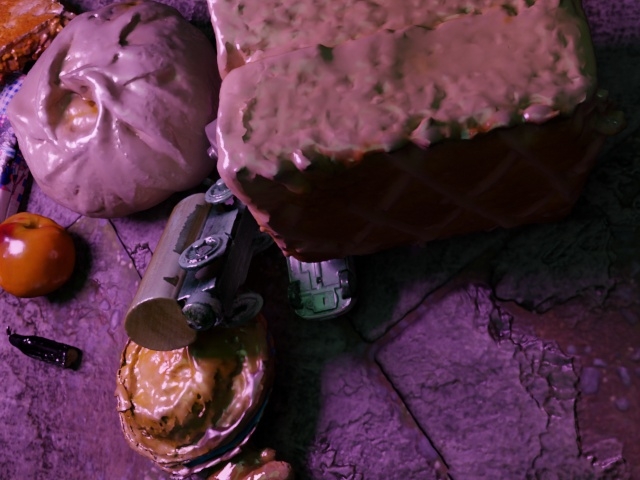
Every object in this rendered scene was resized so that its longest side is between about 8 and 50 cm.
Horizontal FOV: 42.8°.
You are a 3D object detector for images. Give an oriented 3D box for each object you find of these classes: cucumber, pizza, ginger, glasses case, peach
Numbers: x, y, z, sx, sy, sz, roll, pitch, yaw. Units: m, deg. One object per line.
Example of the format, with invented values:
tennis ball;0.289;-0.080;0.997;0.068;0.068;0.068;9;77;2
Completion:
cucumber;-0.463;0.172;1.330;0.163;0.039;0.043;9;60;27
pizza;-0.529;-0.369;1.462;0.228;0.081;0.289;-10;46;17
ginger;-0.126;0.338;1.090;0.205;0.081;0.115;-46;71;11
glasses case;-0.575;-0.141;1.449;0.125;0.076;0.327;5;78;27
peach;-0.472;0.026;1.325;0.138;0.138;0.138;-7;73;25

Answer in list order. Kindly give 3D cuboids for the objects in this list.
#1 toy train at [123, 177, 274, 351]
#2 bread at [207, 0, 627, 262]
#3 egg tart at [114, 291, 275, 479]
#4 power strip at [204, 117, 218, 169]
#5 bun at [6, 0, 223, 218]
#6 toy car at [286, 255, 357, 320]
toy train;-0.165;0.015;1.105;0.189;0.126;0.307;-11;33;13
bread;0.097;-0.150;0.897;0.371;0.390;0.279;-12;78;8
egg tart;-0.191;0.182;1.120;0.290;0.107;0.291;-18;54;27
power strip;-0.043;-0.203;1.171;0.286;0.048;0.080;-34;44;-2
bun;-0.330;-0.213;1.263;0.365;0.219;0.365;-8;70;23
toy car;0.000;0.000;1.116;0.090;0.076;0.224;-14;73;19
